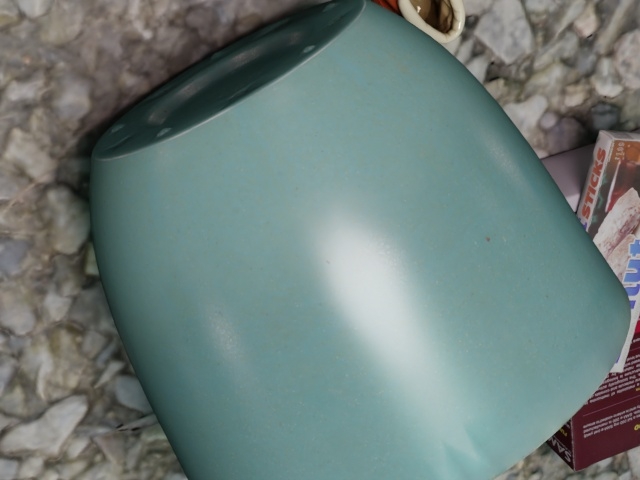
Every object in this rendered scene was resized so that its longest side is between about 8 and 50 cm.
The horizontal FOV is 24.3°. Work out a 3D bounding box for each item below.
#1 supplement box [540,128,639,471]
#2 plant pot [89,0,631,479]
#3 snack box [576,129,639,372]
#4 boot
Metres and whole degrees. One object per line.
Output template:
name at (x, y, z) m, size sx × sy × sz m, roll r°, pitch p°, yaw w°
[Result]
supplement box at (0.225, 0.044, 1.128) m, size 0.130 × 0.073 × 0.239 m, roll -17°, pitch 119°, yaw -17°
plant pot at (0.000, 0.000, 0.883) m, size 0.293 × 0.293 × 0.235 m, roll -33°, pitch 107°, yaw -9°
snack box at (0.205, 0.010, 1.046) m, size 0.064 × 0.022 × 0.178 m, roll 2°, pitch 113°, yaw -24°
boot at (0.040, -0.190, 0.920) m, size 0.059 × 0.084 × 0.158 m, roll -38°, pitch 122°, yaw -4°
